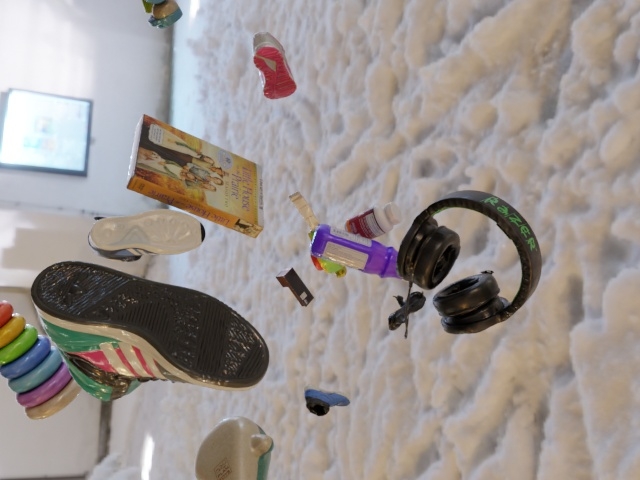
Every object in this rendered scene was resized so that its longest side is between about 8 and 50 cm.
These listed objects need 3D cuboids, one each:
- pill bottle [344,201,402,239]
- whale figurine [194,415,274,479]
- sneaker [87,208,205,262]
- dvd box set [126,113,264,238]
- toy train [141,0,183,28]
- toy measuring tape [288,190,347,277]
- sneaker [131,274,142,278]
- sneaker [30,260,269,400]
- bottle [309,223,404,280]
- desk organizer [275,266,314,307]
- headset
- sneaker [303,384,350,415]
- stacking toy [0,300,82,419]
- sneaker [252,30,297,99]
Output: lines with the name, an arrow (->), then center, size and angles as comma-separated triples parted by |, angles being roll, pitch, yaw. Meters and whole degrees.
pill bottle -> 0.151, -0.051, 2.005 | 0.152, 0.086, 0.086 | -25, 54, 26
whale figurine -> -0.166, 0.510, 1.529 | 0.216, 0.141, 0.272 | -46, 35, 4
sneaker -> -0.509, -0.007, 2.068 | 0.236, 0.323, 0.130 | 148, 119, -72
dvd box set -> -0.369, -0.196, 2.161 | 0.062, 0.421, 0.307 | -49, 31, 34
toy train -> -0.328, -0.484, 1.297 | 0.248, 0.105, 0.143 | 49, 167, 52
toy measuring tape -> 0.000, 0.000, 2.178 | 0.330, 0.121, 0.121 | 58, 180, -31
sneaker -> -0.641, 0.141, 2.204 | 0.087, 0.221, 0.083 | -55, -48, -62
sneaker -> -0.213, 0.144, 0.896 | 0.178, 0.296, 0.123 | 105, -173, -53
bottle -> 0.114, 0.038, 1.912 | 0.118, 0.283, 0.092 | -99, 28, -81
desk organizer -> -0.082, 0.149, 2.254 | 0.050, 0.130, 0.047 | -8, 33, 51
headset -> 0.254, 0.062, 1.347 | 0.243, 0.185, 0.394 | 50, 133, 9
sneaker -> 0.021, 0.472, 2.030 | 0.058, 0.152, 0.084 | -50, 30, 32
stacking toy -> -0.631, 0.206, 1.454 | 0.330, 0.141, 0.141 | 62, 172, -22
sneaker -> -0.133, -0.504, 2.032 | 0.252, 0.103, 0.111 | 76, -177, -63
